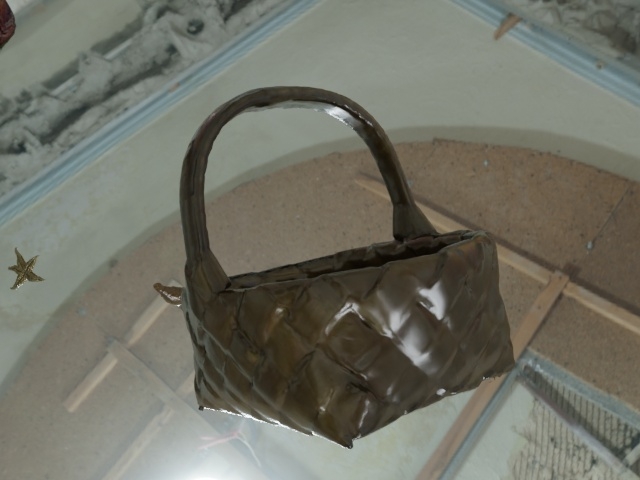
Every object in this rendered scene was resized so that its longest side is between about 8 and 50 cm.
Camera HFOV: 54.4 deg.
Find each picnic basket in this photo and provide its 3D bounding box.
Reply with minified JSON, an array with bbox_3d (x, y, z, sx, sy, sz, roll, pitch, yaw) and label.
[{"bbox_3d":[0.000,0.000,0.618,0.293,0.337,0.337,-12,-133,-37],"label":"picnic basket"}]

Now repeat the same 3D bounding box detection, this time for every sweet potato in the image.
[{"bbox_3d":[-0.183,0.118,0.990,0.068,0.226,0.068,-27,-133,33],"label":"sweet potato"}]

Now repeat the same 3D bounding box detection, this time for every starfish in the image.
[{"bbox_3d":[-0.548,0.061,1.155,0.086,0.016,0.092,41,-76,15],"label":"starfish"}]

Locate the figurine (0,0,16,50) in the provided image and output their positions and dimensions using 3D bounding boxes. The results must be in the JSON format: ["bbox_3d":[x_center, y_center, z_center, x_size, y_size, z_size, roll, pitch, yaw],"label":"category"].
[{"bbox_3d":[-0.512,-0.290,0.758,0.185,0.234,0.127,-18,-140,44],"label":"figurine"}]
